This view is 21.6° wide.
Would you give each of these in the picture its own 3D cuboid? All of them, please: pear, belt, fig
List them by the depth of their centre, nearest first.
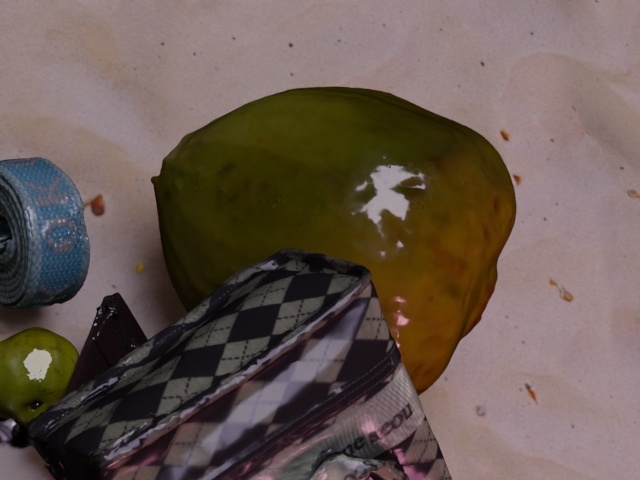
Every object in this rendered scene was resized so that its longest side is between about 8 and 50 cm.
[{"bbox_3d":[-0.264,0.126,1.555,0.092,0.092,0.097,-3,58,-29],"label":"pear"},{"bbox_3d":[-0.287,-0.008,1.601,0.082,0.163,0.147,-6,87,-32],"label":"belt"},{"bbox_3d":[0.008,-0.004,1.645,0.343,0.343,0.343,14,51,-18],"label":"fig"}]

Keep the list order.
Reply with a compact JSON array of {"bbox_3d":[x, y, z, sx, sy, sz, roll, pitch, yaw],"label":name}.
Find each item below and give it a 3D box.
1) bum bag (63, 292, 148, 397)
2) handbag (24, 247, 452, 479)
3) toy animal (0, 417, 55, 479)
[{"bbox_3d":[-0.197,0.140,1.574,0.026,0.109,0.159,-3,47,22],"label":"bum bag"},{"bbox_3d":[-0.032,0.262,1.410,0.317,0.180,0.416,-36,116,-30],"label":"handbag"},{"bbox_3d":[-0.315,0.236,1.399,0.208,0.156,0.204,10,47,17],"label":"toy animal"}]
